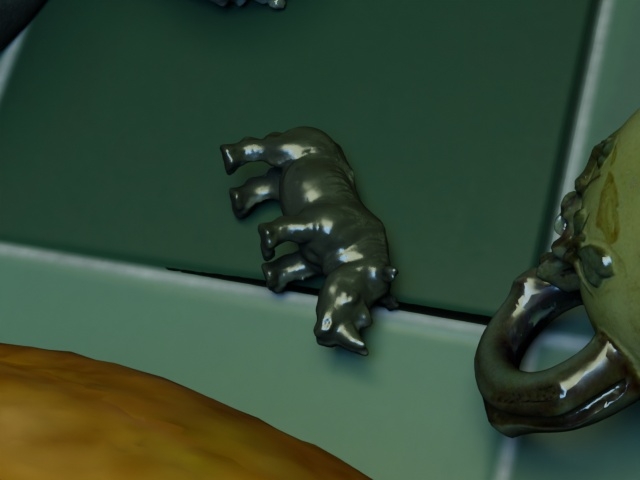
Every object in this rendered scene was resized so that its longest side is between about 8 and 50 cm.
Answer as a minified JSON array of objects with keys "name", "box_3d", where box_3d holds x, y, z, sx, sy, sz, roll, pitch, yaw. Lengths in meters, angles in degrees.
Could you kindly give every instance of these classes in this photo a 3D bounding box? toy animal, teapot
[{"name":"toy animal","box_3d":[0.000,0.000,0.783,0.065,0.047,0.136,-17,54,-10]},{"name":"teapot","box_3d":[0.185,-0.006,0.709,0.269,0.173,0.182,-32,24,14]}]

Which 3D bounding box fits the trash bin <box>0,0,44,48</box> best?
[{"name":"trash bin","box_3d":[-0.301,-0.240,0.876,0.301,0.203,0.252,26,94,22]}]

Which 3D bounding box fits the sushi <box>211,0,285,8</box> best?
[{"name":"sushi","box_3d":[-0.030,-0.247,0.887,0.136,0.126,0.225,29,75,21]}]

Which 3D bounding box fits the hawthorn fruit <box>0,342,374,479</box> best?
[{"name":"hawthorn fruit","box_3d":[-0.132,0.227,0.463,0.471,0.472,0.472,-4,60,7]}]
